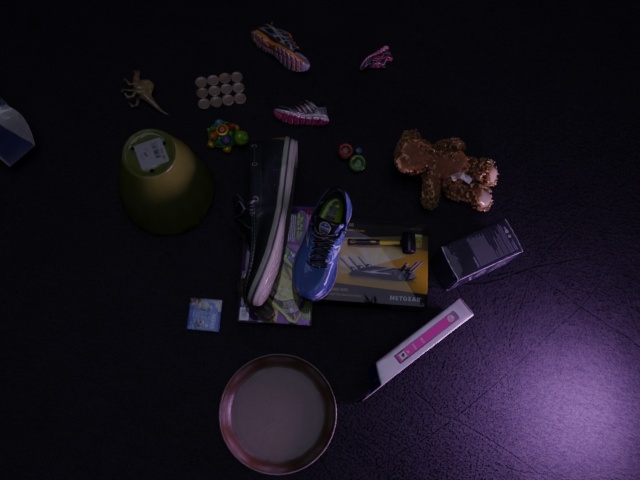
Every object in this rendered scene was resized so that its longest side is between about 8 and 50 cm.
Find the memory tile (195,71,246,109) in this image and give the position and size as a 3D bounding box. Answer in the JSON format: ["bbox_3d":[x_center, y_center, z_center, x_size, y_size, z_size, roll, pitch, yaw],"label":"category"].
[{"bbox_3d":[-0.307,-0.460,2.042,0.148,0.012,0.113,-10,75,-6],"label":"memory tile"}]

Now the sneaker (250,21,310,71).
[{"bbox_3d":[-0.113,-0.604,2.060,0.215,0.084,0.083,38,71,8],"label":"sneaker"}]

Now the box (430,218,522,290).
[{"bbox_3d":[0.434,0.043,1.871,0.207,0.153,0.108,-23,76,-10],"label":"box"}]

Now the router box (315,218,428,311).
[{"bbox_3d":[0.147,0.068,1.883,0.309,0.081,0.242,4,73,-3],"label":"router box"}]

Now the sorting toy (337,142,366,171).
[{"bbox_3d":[0.097,-0.253,1.998,0.061,0.042,0.102,-42,92,2],"label":"sorting toy"}]

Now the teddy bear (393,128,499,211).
[{"bbox_3d":[0.369,-0.202,1.973,0.338,0.113,0.245,4,81,-10],"label":"teddy bear"}]

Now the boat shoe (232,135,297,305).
[{"bbox_3d":[-0.163,-0.062,1.808,0.156,0.187,0.500,7,68,0],"label":"boat shoe"}]

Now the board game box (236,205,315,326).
[{"bbox_3d":[-0.119,0.068,1.887,0.208,0.056,0.346,3,74,2],"label":"board game box"}]

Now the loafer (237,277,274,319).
[{"bbox_3d":[-0.177,0.164,1.810,0.056,0.050,0.148,-32,63,-15],"label":"loafer"}]

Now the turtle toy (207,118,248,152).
[{"bbox_3d":[-0.275,-0.313,1.973,0.130,0.066,0.095,17,74,2],"label":"turtle toy"}]

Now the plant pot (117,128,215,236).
[{"bbox_3d":[-0.437,-0.183,1.809,0.275,0.293,0.274,1,74,-3],"label":"plant pot"}]

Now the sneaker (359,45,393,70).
[{"bbox_3d":[0.178,-0.560,2.086,0.119,0.047,0.057,-35,91,-11],"label":"sneaker"}]

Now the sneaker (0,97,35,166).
[{"bbox_3d":[-0.952,-0.371,1.922,0.127,0.182,0.315,-39,109,-11],"label":"sneaker"}]

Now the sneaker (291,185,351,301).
[{"bbox_3d":[0.000,0.000,1.777,0.130,0.147,0.329,13,75,6],"label":"sneaker"}]

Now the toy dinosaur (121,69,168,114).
[{"bbox_3d":[-0.539,-0.443,2.002,0.093,0.053,0.183,-32,78,-13],"label":"toy dinosaur"}]

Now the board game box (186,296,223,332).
[{"bbox_3d":[-0.321,0.207,1.847,0.090,0.020,0.090,5,74,-3],"label":"board game box"}]

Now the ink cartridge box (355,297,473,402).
[{"bbox_3d":[0.232,0.297,1.774,0.371,0.175,0.069,-37,79,-12],"label":"ink cartridge box"}]

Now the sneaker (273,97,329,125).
[{"bbox_3d":[-0.057,-0.395,2.013,0.171,0.063,0.074,5,74,-7],"label":"sneaker"}]

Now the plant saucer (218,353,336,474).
[{"bbox_3d":[-0.113,0.460,1.773,0.311,0.050,0.310,1,74,-4],"label":"plant saucer"}]

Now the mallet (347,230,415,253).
[{"bbox_3d":[0.172,-0.004,1.847,0.190,0.039,0.062,8,72,3],"label":"mallet"}]
